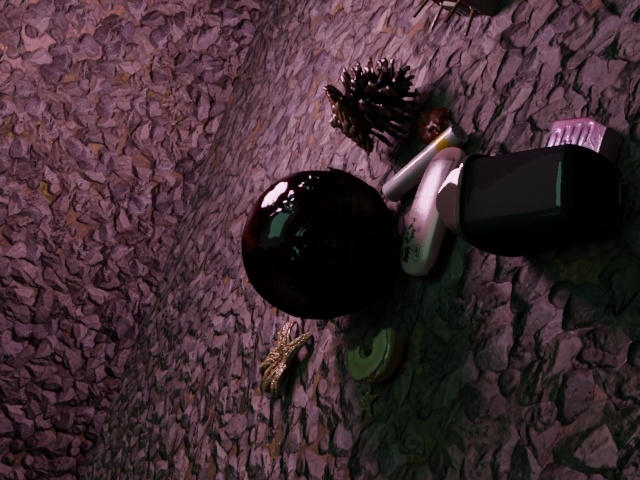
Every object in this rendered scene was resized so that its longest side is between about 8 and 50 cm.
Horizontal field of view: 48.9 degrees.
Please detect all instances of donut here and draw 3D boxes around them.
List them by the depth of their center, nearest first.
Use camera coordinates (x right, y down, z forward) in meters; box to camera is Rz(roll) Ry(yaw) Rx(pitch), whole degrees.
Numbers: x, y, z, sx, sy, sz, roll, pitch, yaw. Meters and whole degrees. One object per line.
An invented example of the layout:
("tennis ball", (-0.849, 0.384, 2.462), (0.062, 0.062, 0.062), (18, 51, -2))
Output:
("donut", (0.127, 0.278, 1.609), (0.166, 0.065, 0.108), (-37, 40, 44))

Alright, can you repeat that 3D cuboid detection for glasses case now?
("glasses case", (0.261, -0.065, 1.613), (0.122, 0.075, 0.314), (5, 74, 59))

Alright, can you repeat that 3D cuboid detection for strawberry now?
("strawberry", (0.282, -0.297, 1.789), (0.104, 0.048, 0.152), (-56, 32, 14))

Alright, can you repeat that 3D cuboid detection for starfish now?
("starfish", (0.103, 0.375, 1.633), (0.086, 0.016, 0.092), (-59, 33, 13))
("starfish", (-0.105, 0.330, 2.003), (0.238, 0.071, 0.216), (-39, 43, 33))

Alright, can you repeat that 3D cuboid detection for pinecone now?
("pinecone", (0.146, -0.367, 1.886), (0.264, 0.264, 0.264), (-42, 36, 41))

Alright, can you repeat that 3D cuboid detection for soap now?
("soap", (0.485, -0.178, 1.314), (0.149, 0.056, 0.100), (11, 77, 63))

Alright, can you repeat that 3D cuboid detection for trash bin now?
("trash bin", (0.371, -0.070, 1.274), (0.290, 0.209, 0.182), (-8, 70, 54))

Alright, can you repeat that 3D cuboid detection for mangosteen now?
("mangosteen", (0.016, 0.009, 1.738), (0.381, 0.421, 0.381), (1, 91, 26))

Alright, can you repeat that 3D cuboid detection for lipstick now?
("lipstick", (0.254, -0.187, 1.741), (0.264, 0.059, 0.059), (-43, 36, 41))

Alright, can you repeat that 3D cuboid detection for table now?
("table", (0.337, -0.613, 1.848), (0.111, 0.121, 0.240), (-62, 26, 10))
